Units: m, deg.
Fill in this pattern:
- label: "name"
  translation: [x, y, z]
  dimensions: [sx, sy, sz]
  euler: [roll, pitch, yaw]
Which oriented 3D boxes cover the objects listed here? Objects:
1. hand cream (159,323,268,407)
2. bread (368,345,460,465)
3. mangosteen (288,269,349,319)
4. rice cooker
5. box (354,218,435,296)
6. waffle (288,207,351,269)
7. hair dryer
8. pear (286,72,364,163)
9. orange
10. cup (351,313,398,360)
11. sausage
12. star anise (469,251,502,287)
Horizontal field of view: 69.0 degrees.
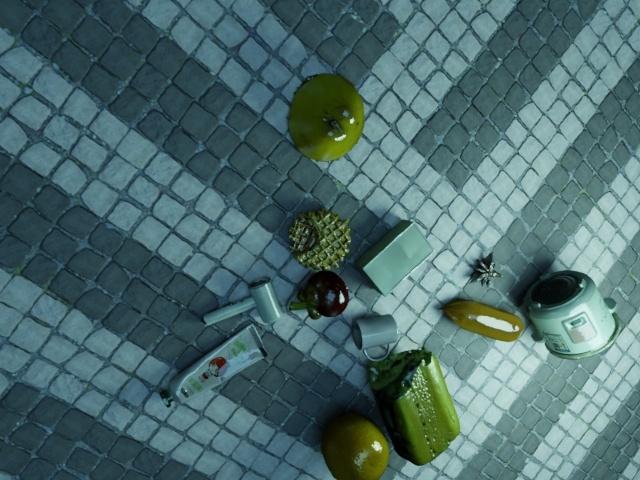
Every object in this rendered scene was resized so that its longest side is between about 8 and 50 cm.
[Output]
- label: "hand cream"
  translation: [-0.326, 0.391, 1.424]
  dimensions: [0.336, 0.076, 0.121]
  euler: [-30, 108, -17]
- label: "bread"
  translation: [0.309, 0.548, 1.559]
  dimensions: [0.251, 0.208, 0.376]
  euler: [-28, 107, -18]
- label: "mangosteen"
  translation: [0.002, 0.181, 1.428]
  dimensions: [0.181, 0.146, 0.156]
  euler: [-37, 128, -23]
- label: "rice cooker"
  translation: [0.893, 0.272, 1.664]
  dimensions: [0.317, 0.264, 0.316]
  euler: [1, 110, 3]
- label: "box"
  translation: [0.240, 0.054, 1.516]
  dimensions: [0.225, 0.086, 0.129]
  euler: [-41, 107, -6]
- label: "waffle"
  translation: [0.000, 0.000, 1.442]
  dimensions: [0.197, 0.070, 0.193]
  euler: [-12, 103, -15]
- label: "hair dryer"
  translation: [-0.243, 0.213, 1.409]
  dimensions: [0.236, 0.073, 0.131]
  euler: [-21, 106, -10]
- label: "pear"
  translation: [0.045, -0.354, 1.341]
  dimensions: [0.267, 0.178, 0.266]
  euler: [-4, 102, -20]
- label: "orange"
  translation: [0.113, 0.677, 1.513]
  dimensions: [0.236, 0.236, 0.236]
  euler: [-3, 100, -16]
- label: "cup"
  translation: [0.178, 0.317, 1.541]
  dimensions: [0.133, 0.099, 0.136]
  euler: [-9, 114, -16]
- label: "sausage"
  translation: [0.568, 0.277, 1.648]
  dimensions: [0.328, 0.112, 0.112]
  euler: [18, 94, -17]
- label: "star anise"
  translation: [0.574, 0.119, 1.643]
  dimensions: [0.129, 0.056, 0.124]
  euler: [-30, 107, -10]
